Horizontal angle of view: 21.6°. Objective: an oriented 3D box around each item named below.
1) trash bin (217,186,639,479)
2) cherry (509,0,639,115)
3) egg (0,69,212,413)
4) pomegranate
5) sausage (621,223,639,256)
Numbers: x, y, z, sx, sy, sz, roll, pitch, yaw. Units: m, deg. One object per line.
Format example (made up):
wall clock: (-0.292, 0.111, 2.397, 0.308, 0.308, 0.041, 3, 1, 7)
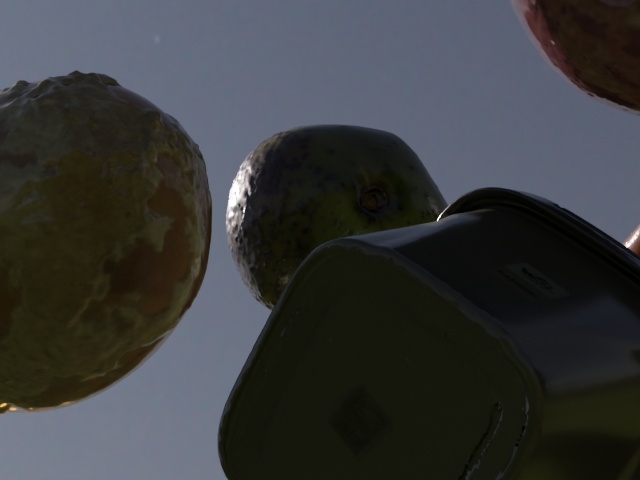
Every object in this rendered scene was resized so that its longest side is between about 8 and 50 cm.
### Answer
trash bin: (0.085, 0.094, 0.981, 0.250, 0.220, 0.219, -4, -56, -59)
cherry: (0.255, -0.211, 1.326, 0.213, 0.236, 0.285, -15, -4, 14)
egg: (-0.175, 0.005, 1.108, 0.203, 0.203, 0.245, 16, -66, -41)
pomegranate: (0.000, 0.000, 1.576, 0.214, 0.214, 0.248, 5, -23, -29)
sausage: (0.400, -0.014, 1.940, 0.078, 0.078, 0.304, -2, -29, -19)
